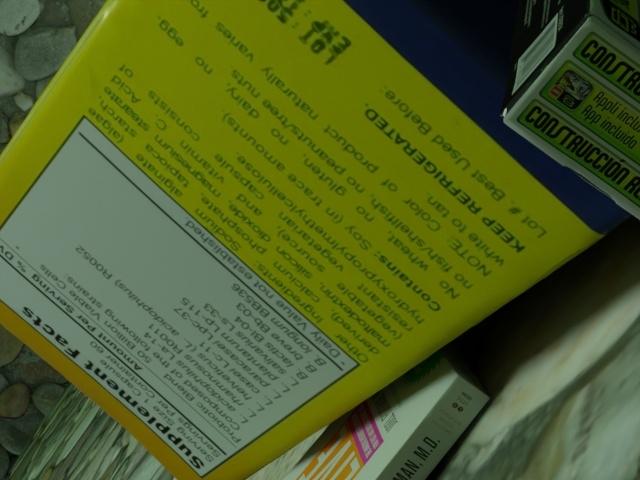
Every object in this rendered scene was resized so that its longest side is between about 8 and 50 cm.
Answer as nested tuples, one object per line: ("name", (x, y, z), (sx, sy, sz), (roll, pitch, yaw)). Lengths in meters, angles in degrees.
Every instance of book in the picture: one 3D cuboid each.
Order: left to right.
("book", (0.017, 0.109, 0.661), (0.144, 0.035, 0.096), (-52, 10, 5))

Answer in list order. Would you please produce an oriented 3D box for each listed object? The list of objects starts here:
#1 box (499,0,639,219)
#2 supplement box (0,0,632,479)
("box", (0.115, -0.059, 0.446), (0.036, 0.114, 0.207), (-51, 10, 29))
("supplement box", (0.000, -0.057, 0.679), (0.356, 0.194, 0.195), (-40, 9, 49))
